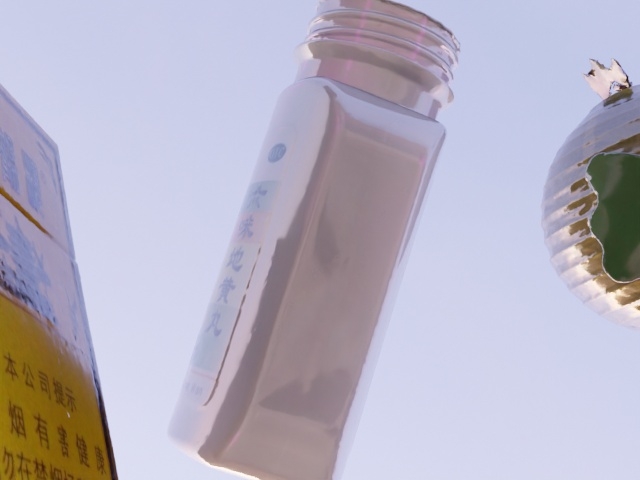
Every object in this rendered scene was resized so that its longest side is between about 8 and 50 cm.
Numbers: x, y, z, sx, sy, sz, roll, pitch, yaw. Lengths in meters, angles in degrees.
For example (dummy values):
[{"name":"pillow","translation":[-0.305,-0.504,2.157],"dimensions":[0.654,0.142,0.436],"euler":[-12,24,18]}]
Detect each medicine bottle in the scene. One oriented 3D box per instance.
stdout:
[{"name":"medicine bottle","translation":[0.000,0.000,0.693],"dimensions":[0.124,0.179,0.324],"euler":[21,-98,-11]}]

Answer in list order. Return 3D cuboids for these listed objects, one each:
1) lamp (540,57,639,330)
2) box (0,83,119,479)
[{"name":"lamp","translation":[0.324,-0.052,0.960],"dimensions":[0.250,0.250,0.284],"euler":[-26,-105,20]},{"name":"box","translation":[-0.186,0.043,0.513],"dimensions":[0.084,0.193,0.301],"euler":[-18,-115,3]}]
